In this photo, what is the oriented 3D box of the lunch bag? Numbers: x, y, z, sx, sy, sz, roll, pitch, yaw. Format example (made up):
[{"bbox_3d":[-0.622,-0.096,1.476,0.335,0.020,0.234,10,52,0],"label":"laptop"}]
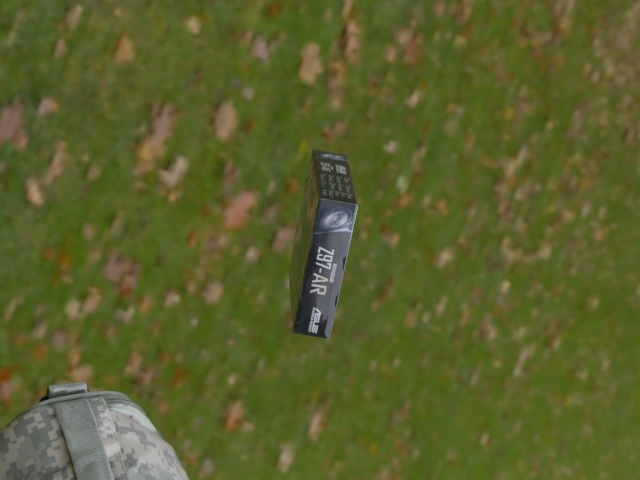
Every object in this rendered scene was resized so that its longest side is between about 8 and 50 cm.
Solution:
[{"bbox_3d":[-0.161,0.288,1.218,0.213,0.305,0.256,-8,144,-23],"label":"lunch bag"}]

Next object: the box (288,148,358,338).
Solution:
[{"bbox_3d":[0.000,0.000,0.799,0.083,0.018,0.067,-98,-161,-72],"label":"box"}]
